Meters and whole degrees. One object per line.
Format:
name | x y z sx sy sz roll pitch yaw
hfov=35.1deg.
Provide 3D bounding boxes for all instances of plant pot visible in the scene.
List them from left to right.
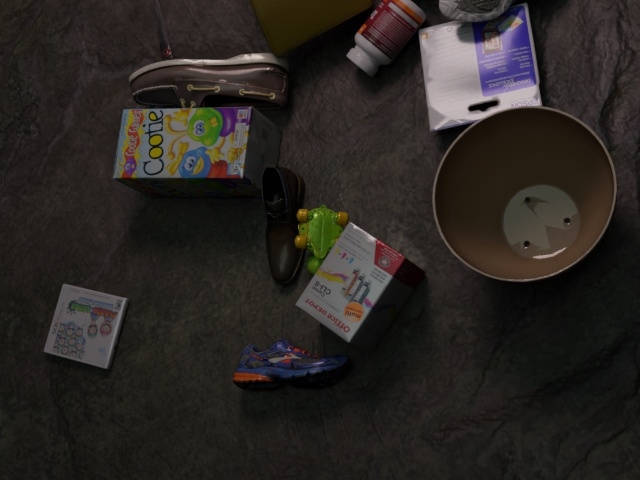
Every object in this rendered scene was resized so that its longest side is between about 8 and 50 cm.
plant pot | -0.053 -0.513 1.887 0.212 0.187 0.212 -26 46 14
plant pot | 0.345 -0.054 1.647 0.284 0.191 0.284 -5 75 21

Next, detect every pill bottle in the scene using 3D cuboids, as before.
pill bottle | 0.119 -0.382 1.874 0.086 0.086 0.152 44 102 25

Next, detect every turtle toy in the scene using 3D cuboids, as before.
turtle toy | 0.000 0.000 1.837 0.095 0.066 0.130 5 80 -1

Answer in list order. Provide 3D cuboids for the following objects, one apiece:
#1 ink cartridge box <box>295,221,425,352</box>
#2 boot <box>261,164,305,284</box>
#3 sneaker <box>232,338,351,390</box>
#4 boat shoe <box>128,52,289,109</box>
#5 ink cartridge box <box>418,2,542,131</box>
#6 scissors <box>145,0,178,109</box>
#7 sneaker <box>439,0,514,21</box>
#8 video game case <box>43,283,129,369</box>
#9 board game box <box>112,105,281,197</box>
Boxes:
ink cartridge box | 0.069 0.084 1.755 0.128 0.127 0.176 33 91 25
boot | -0.081 -0.033 1.856 0.082 0.106 0.219 -4 75 21
sneaker | -0.053 0.215 1.799 0.221 0.083 0.087 -5 67 17
boat shoe | -0.219 -0.291 1.966 0.324 0.116 0.097 -4 76 9
ink cartridge box | 0.286 -0.304 1.814 0.206 0.045 0.208 -10 71 19
scissors | -0.305 -0.370 2.082 0.109 0.021 0.297 -4 73 21
sneaker | 0.314 -0.455 1.811 0.232 0.115 0.090 -23 106 -3
video game case | -0.464 0.169 2.003 0.157 0.019 0.143 11 81 23
board game box | -0.233 -0.164 1.930 0.275 0.144 0.142 2 78 22
